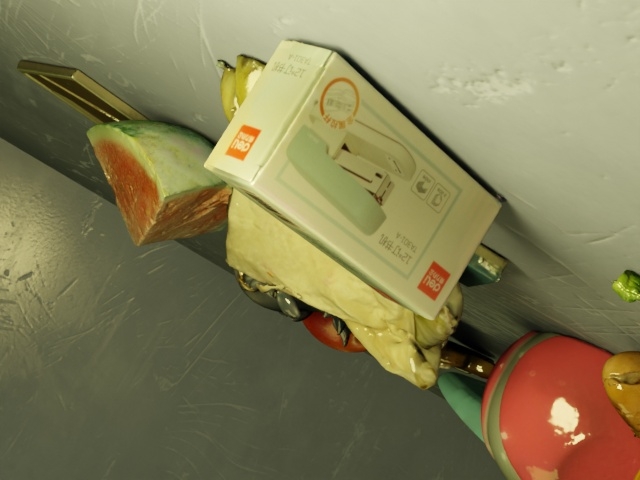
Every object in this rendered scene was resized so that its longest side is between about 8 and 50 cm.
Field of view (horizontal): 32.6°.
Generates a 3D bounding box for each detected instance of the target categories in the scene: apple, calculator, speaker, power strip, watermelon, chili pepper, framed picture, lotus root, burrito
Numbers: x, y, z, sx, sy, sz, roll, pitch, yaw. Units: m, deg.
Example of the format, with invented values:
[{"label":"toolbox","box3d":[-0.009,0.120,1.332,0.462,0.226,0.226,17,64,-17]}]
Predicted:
[{"label":"apple","box3d":[0.050,0.101,1.721,0.139,0.163,0.163,47,-177,32]},{"label":"calculator","box3d":[0.335,0.308,1.824,0.256,0.054,0.386,21,-174,-16]},{"label":"speaker","box3d":[0.363,0.253,1.518,0.294,0.294,0.294,29,172,5]},{"label":"power strip","box3d":[0.175,0.027,1.285,0.056,0.032,0.123,30,171,-6]},{"label":"watermelon","box3d":[-0.204,-0.080,1.517,0.256,0.176,0.260,25,153,-20]},{"label":"chili pepper","box3d":[0.308,0.052,0.998,0.091,0.030,0.034,20,143,39]},{"label":"framed picture","box3d":[-0.309,-0.183,1.733,0.324,0.020,0.240,36,170,-34]},{"label":"lotus root","box3d":[-0.028,-0.099,1.082,0.203,0.078,0.183,29,171,18]},{"label":"burrito","box3d":[0.041,0.024,1.334,0.331,0.190,0.135,30,-144,23]}]

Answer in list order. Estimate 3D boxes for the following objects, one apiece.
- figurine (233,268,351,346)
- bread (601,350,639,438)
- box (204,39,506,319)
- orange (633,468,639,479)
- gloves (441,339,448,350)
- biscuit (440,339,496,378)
[{"label":"figurine","box3d":[-0.012,0.038,1.554,0.197,0.175,0.265,24,168,-26]},{"label":"bread","box3d":[0.397,0.189,1.297,0.077,0.114,0.189,-20,145,25]},{"label":"box","box3d":[0.039,-0.048,0.960,0.269,0.135,0.079,37,172,-39]},{"label":"orange","box3d":[0.464,0.350,1.172,0.293,0.341,0.340,12,165,26]},{"label":"gloves","box3d":[0.155,0.141,1.785,0.094,0.110,0.144,36,169,-21]},{"label":"biscuit","box3d":[0.225,0.205,1.979,0.196,0.049,0.301,26,-177,29]}]
